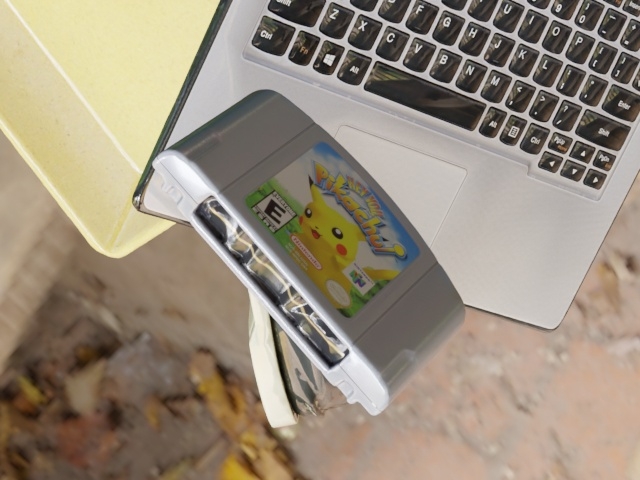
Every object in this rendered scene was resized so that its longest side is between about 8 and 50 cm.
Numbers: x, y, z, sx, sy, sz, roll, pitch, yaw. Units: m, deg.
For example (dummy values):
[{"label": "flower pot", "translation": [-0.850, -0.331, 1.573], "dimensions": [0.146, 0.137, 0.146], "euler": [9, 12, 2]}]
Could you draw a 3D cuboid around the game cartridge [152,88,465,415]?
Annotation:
[{"label": "game cartridge", "translation": [0.000, 0.000, 0.484], "dimensions": [0.017, 0.083, 0.056], "euler": [-42, -1, 34]}]

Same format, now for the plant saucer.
[{"label": "plant saucer", "translation": [-0.170, -0.182, 1.573], "dimensions": [0.333, 0.333, 0.081], "euler": [-29, 11, 48]}]

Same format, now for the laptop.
[{"label": "laptop", "translation": [0.168, -0.114, 1.131], "dimensions": [0.236, 0.382, 0.408], "euler": [37, 105, 49]}]

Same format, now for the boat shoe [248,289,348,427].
[{"label": "boat shoe", "translation": [-0.002, -0.005, 1.298], "dimensions": [0.113, 0.340, 0.127], "euler": [-6, 38, 2]}]
